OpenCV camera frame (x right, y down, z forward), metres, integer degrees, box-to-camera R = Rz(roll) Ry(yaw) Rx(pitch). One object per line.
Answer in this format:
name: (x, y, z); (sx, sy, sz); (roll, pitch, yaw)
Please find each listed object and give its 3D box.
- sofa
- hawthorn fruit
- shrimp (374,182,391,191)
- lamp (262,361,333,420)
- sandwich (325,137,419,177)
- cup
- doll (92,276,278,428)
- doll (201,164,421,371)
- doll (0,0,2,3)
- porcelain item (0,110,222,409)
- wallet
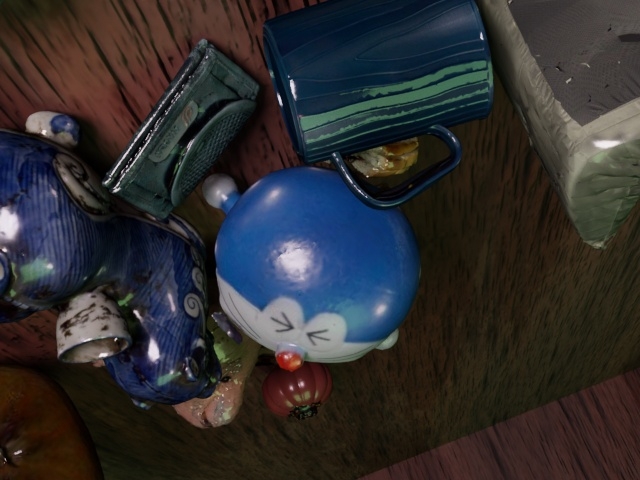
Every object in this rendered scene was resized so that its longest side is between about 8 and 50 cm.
sofa: (0.254, -0.139, 0.671); (0.225, 0.210, 0.176); (-27, 154, 10)
hawthorn fruit: (-0.372, 0.277, 0.958); (0.267, 0.268, 0.301); (-9, 161, -27)
shrimp: (0.000, -0.002, 0.937); (0.115, 0.051, 0.217); (0, 150, -47)
lamp: (-0.033, 0.216, 1.308); (0.107, 0.092, 0.107); (-19, 155, -9)
sandwich: (0.026, -0.087, 0.714); (0.093, 0.105, 0.036); (-13, 133, -30)
cup: (0.042, -0.110, 0.628); (0.138, 0.150, 0.113); (-18, 146, -4)
doll: (-0.107, 0.138, 1.004); (0.201, 0.156, 0.303); (-14, 159, 19)
doll: (-0.017, 0.018, 0.752); (0.161, 0.215, 0.257); (-57, -175, -3)
doll: (-0.240, -0.132, 0.462); (0.179, 0.075, 0.120); (-10, -160, 22)
porcelain item: (-0.185, 0.029, 0.687); (0.138, 0.186, 0.288); (-26, 154, 15)
wallet: (-0.097, -0.077, 0.661); (0.129, 0.026, 0.088); (-54, 155, 1)
